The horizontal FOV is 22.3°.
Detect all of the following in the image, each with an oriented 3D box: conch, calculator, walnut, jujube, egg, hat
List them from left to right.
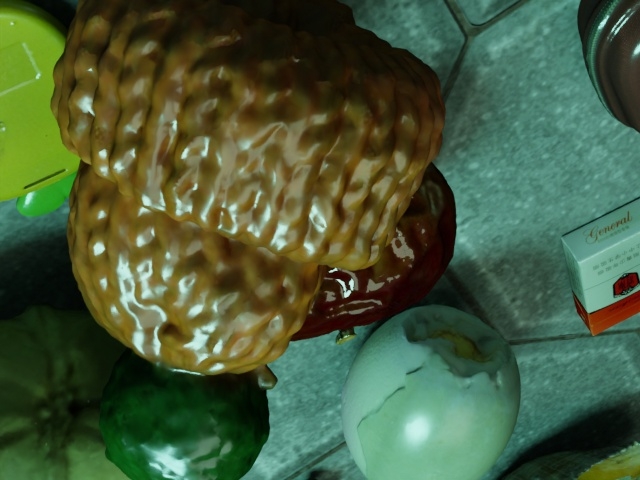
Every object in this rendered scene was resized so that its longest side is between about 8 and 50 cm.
[{"bbox_3d":[-0.241,-0.097,1.272,0.146,0.032,0.235,-25,141,-4],"label":"calculator"},{"bbox_3d":[-0.234,0.196,1.425,0.282,0.253,0.277,-27,163,-15],"label":"walnut"},{"bbox_3d":[-0.095,-0.013,1.241,0.285,0.285,0.400,5,122,-36],"label":"hat"},{"bbox_3d":[0.000,0.000,1.426,0.250,0.174,0.174,-12,140,-25],"label":"jujube"},{"bbox_3d":[0.108,0.180,1.685,0.183,0.183,0.217,1,125,-33],"label":"egg"},{"bbox_3d":[0.279,0.375,2.020,0.352,0.210,0.297,-58,144,-17],"label":"conch"}]

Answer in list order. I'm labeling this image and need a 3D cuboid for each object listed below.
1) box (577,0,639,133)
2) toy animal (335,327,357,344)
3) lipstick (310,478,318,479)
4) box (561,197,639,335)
[{"bbox_3d":[0.415,-0.244,1.436,0.404,0.108,0.263,-34,151,6],"label":"box"},{"bbox_3d":[-0.067,0.071,1.542,0.255,0.116,0.114,-8,160,-34],"label":"toy animal"},{"bbox_3d":[-0.084,0.438,1.951,0.077,0.077,0.418,3,131,-34],"label":"lipstick"},{"bbox_3d":[0.322,0.030,1.765,0.100,0.048,0.152,-25,145,-2],"label":"box"}]
